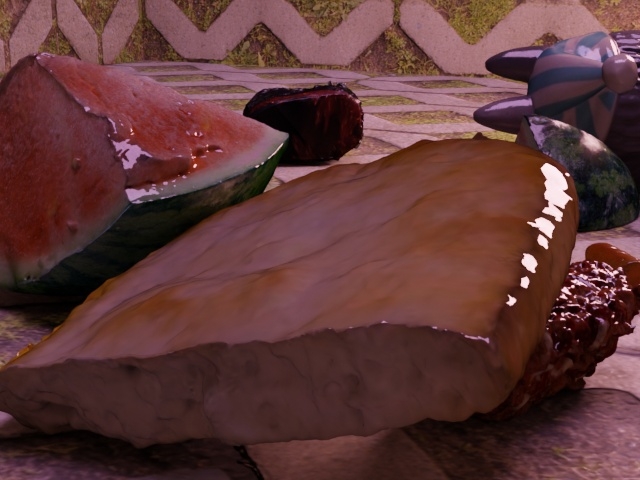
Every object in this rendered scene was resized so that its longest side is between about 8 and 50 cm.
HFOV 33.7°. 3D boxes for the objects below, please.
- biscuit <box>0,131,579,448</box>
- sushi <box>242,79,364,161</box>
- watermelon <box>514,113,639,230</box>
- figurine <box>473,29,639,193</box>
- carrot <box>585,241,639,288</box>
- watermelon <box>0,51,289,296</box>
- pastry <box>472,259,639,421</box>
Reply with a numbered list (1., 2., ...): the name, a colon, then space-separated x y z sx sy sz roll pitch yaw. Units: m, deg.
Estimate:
1. biscuit: -0.011 0.035 0.831 0.429 0.104 0.446 -14 16 26
2. sushi: -0.035 -0.206 1.876 0.225 0.136 0.126 -8 13 -3
3. watermelon: 0.354 -0.092 1.479 0.207 0.136 0.202 8 14 -33
4. figurine: 0.418 -0.164 1.540 0.377 0.266 0.361 -8 16 2
5. carrot: 0.317 0.029 1.154 0.048 0.048 0.139 -2 12 -6
6. watermelon: -0.237 -0.027 1.072 0.319 0.292 0.222 26 29 -14
7. pastry: 0.178 0.076 0.858 0.115 0.097 0.208 35 34 31
